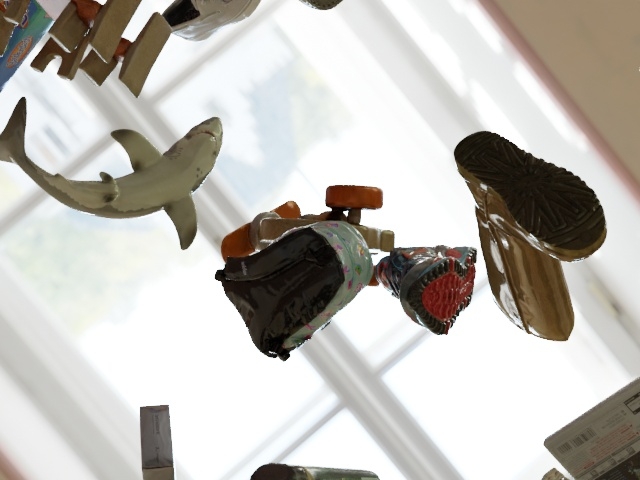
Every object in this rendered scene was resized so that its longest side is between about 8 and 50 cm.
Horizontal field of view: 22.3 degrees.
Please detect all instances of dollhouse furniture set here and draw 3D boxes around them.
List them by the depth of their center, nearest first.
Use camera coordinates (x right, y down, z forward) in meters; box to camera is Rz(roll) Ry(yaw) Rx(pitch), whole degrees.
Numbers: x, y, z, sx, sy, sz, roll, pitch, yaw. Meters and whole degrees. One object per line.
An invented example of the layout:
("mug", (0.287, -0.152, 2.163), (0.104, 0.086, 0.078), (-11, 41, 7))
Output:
("dollhouse furniture set", (-0.313, -0.293, 1.751), (0.135, 0.262, 0.259), (-63, 150, -15))

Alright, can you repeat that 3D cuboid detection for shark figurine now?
("shark figurine", (-0.242, -0.057, 1.802), (0.278, 0.166, 0.116), (1, 163, -25))

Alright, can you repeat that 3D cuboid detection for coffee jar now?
("coffee jar", (-0.008, 0.350, 2.243), (0.184, 0.079, 0.096), (12, 169, -42))

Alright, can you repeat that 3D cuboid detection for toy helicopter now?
("toy helicopter", (0.000, 0.000, 2.388), (0.235, 0.140, 0.355), (1, 177, 14))

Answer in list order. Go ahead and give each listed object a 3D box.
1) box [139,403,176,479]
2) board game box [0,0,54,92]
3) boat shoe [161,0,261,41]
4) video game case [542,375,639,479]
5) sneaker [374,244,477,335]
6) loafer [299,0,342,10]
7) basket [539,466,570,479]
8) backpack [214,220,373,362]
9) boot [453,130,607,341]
("box", (-0.176, 0.296, 1.795), (0.038, 0.186, 0.145), (-3, -159, -6))
("board game box", (-0.491, -0.350, 2.488), (0.047, 0.160, 0.210), (-8, 152, -47))
("boat shoe", (-0.136, -0.303, 2.029), (0.063, 0.066, 0.184), (5, 166, -38))
("video game case", (0.405, 0.267, 2.034), (0.190, 0.173, 0.022), (-39, -174, 30))
("sneaker", (0.127, 0.062, 2.155), (0.125, 0.104, 0.262), (6, -173, 16))
("loafer", (0.065, -0.399, 1.877), (0.319, 0.112, 0.111), (-60, -145, 24))
("basket", (0.341, 0.450, 2.543), (0.167, 0.103, 0.113), (-39, 166, -23))
("backpack", (-0.024, 0.048, 2.053), (0.182, 0.152, 0.115), (-38, 173, 32))
("boot", (0.257, 0.022, 1.850), (0.089, 0.269, 0.236), (-31, -135, -10))
